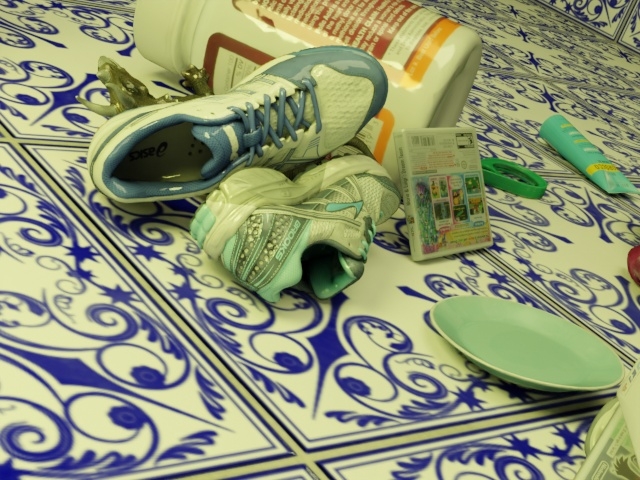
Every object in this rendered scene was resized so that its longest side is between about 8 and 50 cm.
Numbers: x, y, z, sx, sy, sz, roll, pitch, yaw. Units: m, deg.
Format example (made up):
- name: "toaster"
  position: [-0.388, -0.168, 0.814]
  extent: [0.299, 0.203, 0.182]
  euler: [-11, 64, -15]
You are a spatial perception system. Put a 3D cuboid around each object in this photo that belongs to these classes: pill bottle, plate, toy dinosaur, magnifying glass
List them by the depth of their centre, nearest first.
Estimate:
- name: "plate"
  position: [0.191, 0.102, 1.028]
  extent: [0.188, 0.024, 0.188]
  euler: [12, 19, -4]
- name: "toy dinosaur"
  position: [-0.100, -0.097, 1.163]
  extent: [0.313, 0.121, 0.160]
  euler: [23, 33, -8]
- name: "pill bottle"
  position: [-0.019, -0.232, 1.363]
  extent: [0.392, 0.224, 0.224]
  euler: [27, 22, 13]
- name: "magnifying glass"
  position: [0.226, -0.096, 1.546]
  extent: [0.231, 0.026, 0.092]
  euler: [9, 25, -33]

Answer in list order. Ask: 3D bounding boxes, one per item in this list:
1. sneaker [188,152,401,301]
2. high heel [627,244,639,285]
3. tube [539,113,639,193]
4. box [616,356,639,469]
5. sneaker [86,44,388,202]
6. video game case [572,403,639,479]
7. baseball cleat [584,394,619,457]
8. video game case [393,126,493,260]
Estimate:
- name: "sneaker"
  position: [0.000, 0.000, 1.042]
  extent: [0.122, 0.110, 0.283]
  euler: [50, 33, 18]
- name: "high heel"
  position: [0.501, 0.066, 1.361]
  extent: [0.244, 0.082, 0.117]
  euler: [14, 20, 1]
- name: "tube"
  position: [0.439, -0.133, 1.803]
  extent: [0.080, 0.052, 0.207]
  euler: [-4, 38, -30]
- name: "box"
  position: [0.325, 0.193, 0.703]
  extent: [0.232, 0.058, 0.322]
  euler: [25, 20, -1]
- name: "sneaker"
  position: [-0.070, -0.094, 1.014]
  extent: [0.296, 0.112, 0.131]
  euler: [-21, 17, -3]
- name: "video game case"
  position: [0.290, 0.199, 0.822]
  extent: [0.183, 0.023, 0.201]
  euler: [37, 38, 13]
- name: "baseball cleat"
  position: [0.291, 0.154, 0.972]
  extent: [0.205, 0.109, 0.072]
  euler: [-26, 81, -31]
- name: "video game case"
  position: [0.141, -0.056, 1.235]
  extent: [0.019, 0.143, 0.157]
  euler: [-8, 0, 38]
